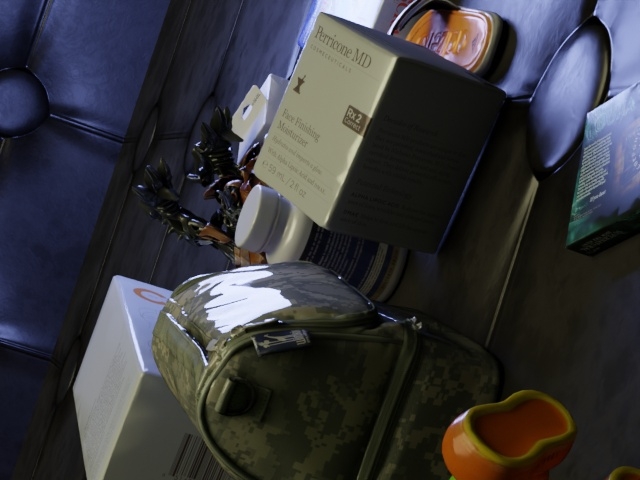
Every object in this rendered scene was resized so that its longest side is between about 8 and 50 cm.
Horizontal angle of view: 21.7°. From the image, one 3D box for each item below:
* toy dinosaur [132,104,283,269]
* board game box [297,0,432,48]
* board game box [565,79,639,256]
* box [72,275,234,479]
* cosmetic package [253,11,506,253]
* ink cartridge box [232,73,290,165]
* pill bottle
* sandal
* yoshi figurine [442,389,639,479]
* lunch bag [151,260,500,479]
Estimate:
[{"bbox_3d":[-0.094,-0.024,1.974,0.164,0.218,0.322,-37,-20,-54],"label":"toy dinosaur"},{"bbox_3d":[0.085,-0.354,2.065,0.318,0.066,0.318,-131,61,-71],"label":"board game box"},{"bbox_3d":[0.255,-0.071,1.296,0.186,0.026,0.126,145,141,-63],"label":"board game box"},{"bbox_3d":[-0.158,0.195,1.977,0.345,0.215,0.168,-123,54,-70],"label":"box"},{"bbox_3d":[0.057,-0.107,1.673,0.151,0.151,0.183,37,109,49],"label":"cosmetic package"},{"bbox_3d":[-0.036,-0.131,2.070,0.092,0.143,0.090,126,156,-45],"label":"ink cartridge box"},{"bbox_3d":[0.000,0.000,1.771,0.094,0.169,0.094,-161,90,-73],"label":"pill bottle"},{"bbox_3d":[0.117,-0.222,1.804,0.265,0.076,0.102,-170,99,-73],"label":"sandal"},{"bbox_3d":[0.085,0.289,1.169,0.203,0.203,0.362,-102,31,-48],"label":"yoshi figurine"},{"bbox_3d":[-0.015,0.135,1.522,0.305,0.256,0.212,-149,78,-72],"label":"lunch bag"}]
